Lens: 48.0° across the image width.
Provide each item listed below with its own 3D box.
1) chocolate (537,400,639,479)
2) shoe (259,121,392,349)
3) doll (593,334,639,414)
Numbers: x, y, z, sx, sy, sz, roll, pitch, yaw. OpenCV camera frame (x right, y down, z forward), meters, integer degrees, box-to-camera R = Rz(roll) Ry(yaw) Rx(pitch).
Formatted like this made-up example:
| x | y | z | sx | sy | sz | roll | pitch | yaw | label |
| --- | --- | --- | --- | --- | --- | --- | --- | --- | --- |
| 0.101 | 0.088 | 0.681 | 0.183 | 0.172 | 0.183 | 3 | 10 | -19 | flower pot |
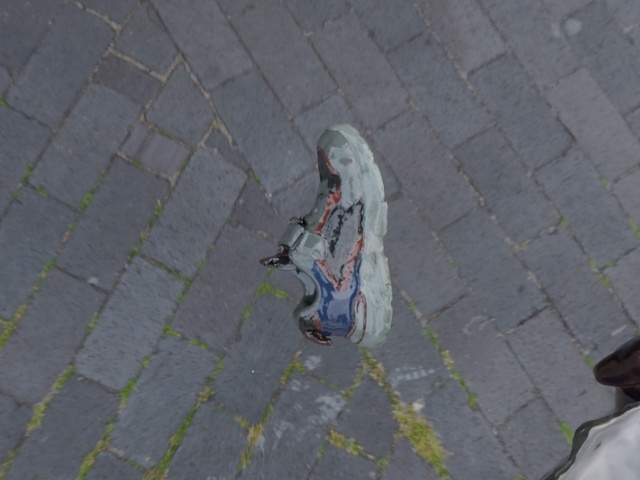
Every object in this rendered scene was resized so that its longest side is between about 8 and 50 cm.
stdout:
| x | y | z | sx | sy | sz | roll | pitch | yaw | label |
| --- | --- | --- | --- | --- | --- | --- | --- | --- | --- |
| 0.183 | 0.236 | 0.351 | 0.304 | 0.213 | 0.303 | 5 | 60 | -9 | chocolate |
| 0.000 | 0.000 | 0.712 | 0.126 | 0.099 | 0.227 | -7 | 89 | -6 | shoe |
| 0.404 | 0.192 | 0.601 | 0.340 | 0.318 | 0.209 | 18 | 70 | 29 | doll |
